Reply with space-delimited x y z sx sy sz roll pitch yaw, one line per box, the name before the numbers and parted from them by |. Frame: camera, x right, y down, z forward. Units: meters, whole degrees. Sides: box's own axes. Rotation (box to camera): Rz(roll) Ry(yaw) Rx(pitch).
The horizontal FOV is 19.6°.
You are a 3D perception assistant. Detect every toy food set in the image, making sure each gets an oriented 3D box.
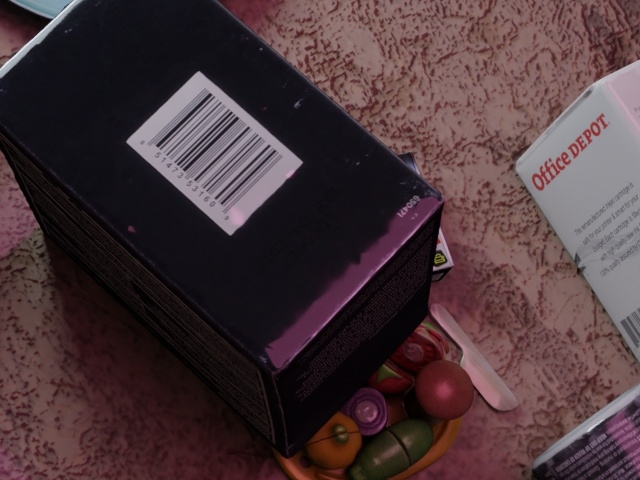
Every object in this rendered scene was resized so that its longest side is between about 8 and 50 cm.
toy food set | 0.062 0.126 1.531 0.218 0.071 0.128 -27 79 -25

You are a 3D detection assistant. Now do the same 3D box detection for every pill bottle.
pill bottle | 0.295 0.248 1.523 0.130 0.130 0.246 -32 82 -25

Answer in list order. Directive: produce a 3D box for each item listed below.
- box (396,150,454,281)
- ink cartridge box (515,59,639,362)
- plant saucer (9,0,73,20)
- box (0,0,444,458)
box | 0.000 0.000 1.581 0.207 0.036 0.114 -14 74 -21
ink cartridge box | 0.313 -0.009 1.590 0.115 0.198 0.273 -27 80 -25
plant saucer | -0.200 -0.321 1.642 0.317 0.044 0.317 6 69 -15
box | -0.075 -0.021 1.384 0.296 0.294 0.183 42 77 12
